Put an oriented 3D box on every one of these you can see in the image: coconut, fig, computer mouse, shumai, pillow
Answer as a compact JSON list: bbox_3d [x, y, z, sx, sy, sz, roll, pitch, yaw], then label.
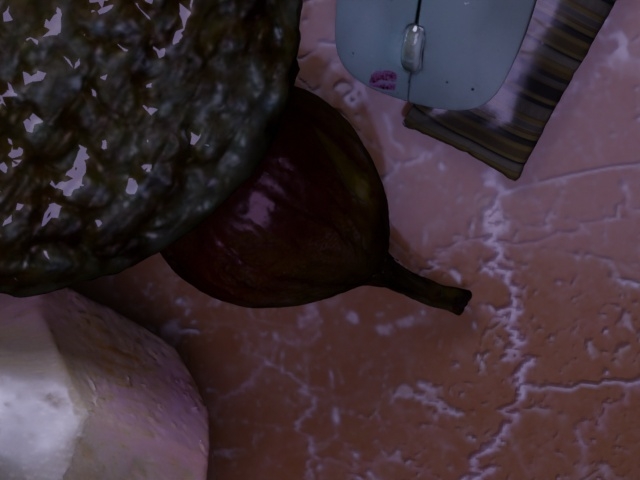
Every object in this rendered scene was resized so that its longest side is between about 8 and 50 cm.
[{"bbox_3d":[-0.267,0.180,1.357,0.352,0.352,0.353,0,105,1],"label":"coconut"},{"bbox_3d":[0.008,-0.032,1.373,0.290,0.190,0.191,7,106,-18],"label":"fig"},{"bbox_3d":[0.100,-0.246,1.317,0.159,0.097,0.288,18,101,12],"label":"computer mouse"},{"bbox_3d":[-0.247,-0.174,1.250,0.395,0.348,0.395,-8,112,-20],"label":"shumai"},{"bbox_3d":[0.161,-0.159,1.389,0.113,0.038,0.203,27,105,-8],"label":"pillow"}]
